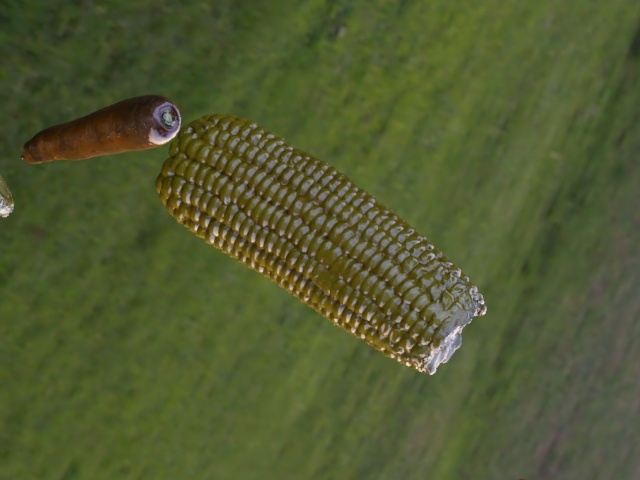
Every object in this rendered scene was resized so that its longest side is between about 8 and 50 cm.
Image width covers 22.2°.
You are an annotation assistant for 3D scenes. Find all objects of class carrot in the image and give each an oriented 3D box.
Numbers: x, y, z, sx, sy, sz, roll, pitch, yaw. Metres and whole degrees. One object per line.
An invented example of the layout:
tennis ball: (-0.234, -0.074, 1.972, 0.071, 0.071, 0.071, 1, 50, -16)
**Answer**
carrot: (-0.240, -0.115, 1.755, 0.059, 0.248, 0.059, 10, 76, -46)

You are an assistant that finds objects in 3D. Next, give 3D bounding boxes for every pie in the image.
pie: (-0.287, -0.057, 1.381, 0.020, 0.084, 0.084, -31, 155, 1)

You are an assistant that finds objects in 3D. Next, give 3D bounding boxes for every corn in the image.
corn: (0.000, 0.000, 1.564, 0.131, 0.344, 0.131, -51, 165, -19)

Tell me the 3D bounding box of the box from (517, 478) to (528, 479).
box: (0.205, 0.427, 1.313, 0.318, 0.256, 0.349, -22, 117, -55)
